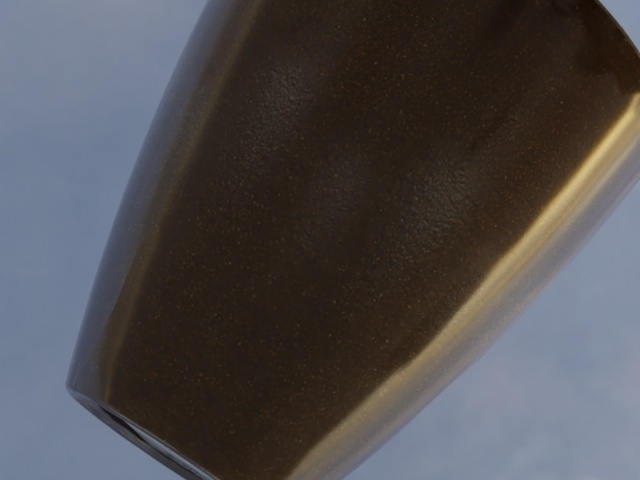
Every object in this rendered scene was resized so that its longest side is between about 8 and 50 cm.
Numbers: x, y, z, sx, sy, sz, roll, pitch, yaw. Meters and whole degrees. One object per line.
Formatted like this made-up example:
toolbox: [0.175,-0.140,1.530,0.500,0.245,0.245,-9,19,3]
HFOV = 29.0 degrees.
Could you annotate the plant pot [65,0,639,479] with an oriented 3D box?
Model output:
plant pot: [0.000,0.000,0.543,0.215,0.215,0.230,32,-105,2]
